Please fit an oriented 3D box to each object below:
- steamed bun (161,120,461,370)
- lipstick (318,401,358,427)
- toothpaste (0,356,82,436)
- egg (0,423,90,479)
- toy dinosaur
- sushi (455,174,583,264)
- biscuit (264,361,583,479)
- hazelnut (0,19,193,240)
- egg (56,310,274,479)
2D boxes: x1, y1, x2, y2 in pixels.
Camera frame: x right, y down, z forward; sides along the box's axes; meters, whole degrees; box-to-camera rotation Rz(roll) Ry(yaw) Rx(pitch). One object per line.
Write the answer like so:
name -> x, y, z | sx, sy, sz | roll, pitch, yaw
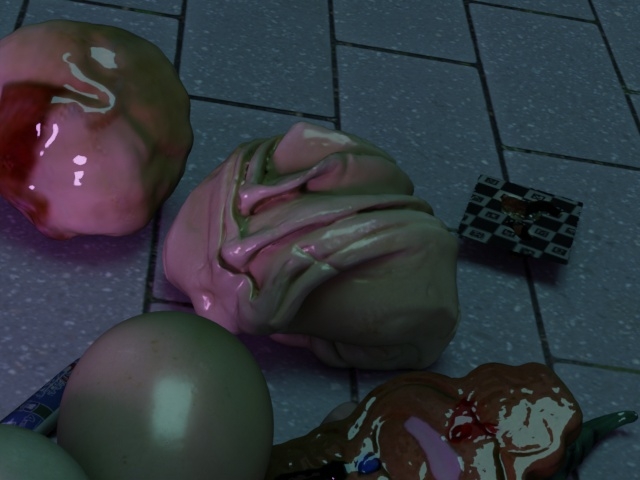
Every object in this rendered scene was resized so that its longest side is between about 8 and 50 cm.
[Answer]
steamed bun -> 0.003, 0.000, 1.804 | 0.276, 0.203, 0.289 | -14, 40, -38
lipstick -> 0.106, 0.241, 1.569 | 0.254, 0.070, 0.070 | 32, 36, 30
toothpaste -> -0.257, 0.158, 1.612 | 0.057, 0.035, 0.197 | 8, 28, 26
egg -> -0.257, 0.240, 1.318 | 0.186, 0.186, 0.253 | 7, 17, -9
toy dinosaur -> 0.203, 0.194, 1.682 | 0.120, 0.079, 0.292 | 32, 21, 24
sushi -> 0.242, -0.013, 2.087 | 0.139, 0.031, 0.201 | 17, 27, 8
biscuit -> 0.079, 0.199, 1.535 | 0.320, 0.047, 0.183 | -8, 48, 6
hazelnut -> -0.266, -0.122, 1.921 | 0.261, 0.241, 0.261 | 10, 58, -16
egg -> -0.136, 0.171, 1.481 | 0.188, 0.188, 0.253 | 11, 35, -3
